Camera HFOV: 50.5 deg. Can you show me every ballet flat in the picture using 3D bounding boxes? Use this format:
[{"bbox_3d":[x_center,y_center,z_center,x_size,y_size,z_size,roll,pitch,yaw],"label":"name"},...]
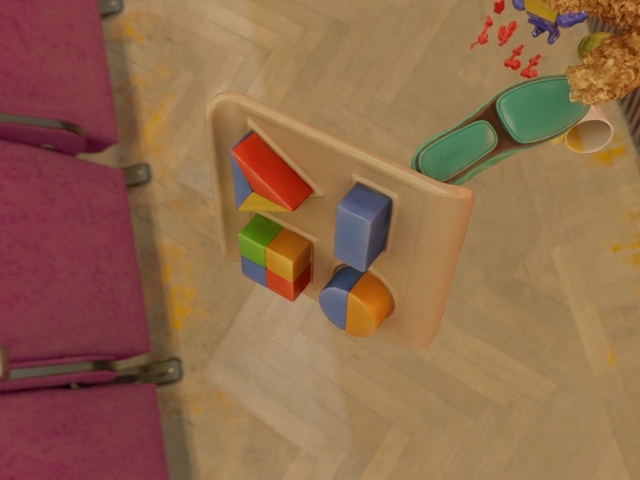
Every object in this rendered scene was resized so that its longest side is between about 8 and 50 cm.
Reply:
[{"bbox_3d":[0.218,-0.136,0.857,0.247,0.087,0.083,-27,91,-5],"label":"ballet flat"}]

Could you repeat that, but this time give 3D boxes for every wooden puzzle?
[{"bbox_3d":[0.000,0.000,0.887,0.348,0.322,0.080,23,52,17],"label":"wooden puzzle"}]

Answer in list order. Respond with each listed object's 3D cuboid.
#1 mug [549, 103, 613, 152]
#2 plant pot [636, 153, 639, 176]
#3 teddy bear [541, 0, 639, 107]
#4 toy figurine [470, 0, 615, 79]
[{"bbox_3d":[0.356,-0.165,0.934,0.078,0.062,0.064,3,51,4],"label":"mug"},{"bbox_3d":[0.755,-0.040,1.301,0.256,0.256,0.274,-1,77,16],"label":"plant pot"},{"bbox_3d":[0.275,-0.242,0.574,0.245,0.113,0.338,-43,75,26],"label":"teddy bear"},{"bbox_3d":[0.504,-0.490,1.496,0.362,0.217,0.191,38,81,29],"label":"toy figurine"}]
